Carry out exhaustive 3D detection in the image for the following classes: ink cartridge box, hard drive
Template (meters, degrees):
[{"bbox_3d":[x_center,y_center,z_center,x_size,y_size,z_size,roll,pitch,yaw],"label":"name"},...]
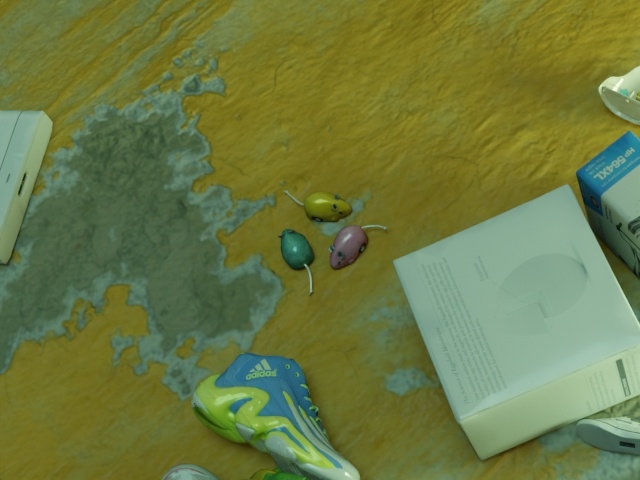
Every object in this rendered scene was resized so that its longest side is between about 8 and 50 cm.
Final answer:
[{"bbox_3d":[0.395,-0.004,1.686,0.086,0.148,0.203,-36,57,-4],"label":"ink cartridge box"},{"bbox_3d":[-0.578,-0.085,2.124,0.353,0.047,0.233,3,63,21],"label":"hard drive"}]

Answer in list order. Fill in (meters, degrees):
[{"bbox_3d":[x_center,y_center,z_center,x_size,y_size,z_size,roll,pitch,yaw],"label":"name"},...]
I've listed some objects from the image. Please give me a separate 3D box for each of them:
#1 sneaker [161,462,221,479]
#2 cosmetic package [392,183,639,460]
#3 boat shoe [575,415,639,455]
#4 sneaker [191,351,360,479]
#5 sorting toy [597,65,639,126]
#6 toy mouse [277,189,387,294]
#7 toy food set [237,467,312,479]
[{"bbox_3d":[-0.131,0.359,1.685,0.103,0.111,0.252,-27,57,3],"label":"sneaker"},{"bbox_3d":[0.233,0.096,1.693,0.224,0.138,0.224,-23,57,4],"label":"cosmetic package"},{"bbox_3d":[0.338,0.215,1.657,0.100,0.035,0.035,8,38,27],"label":"boat shoe"},{"bbox_3d":[-0.034,0.205,1.753,0.240,0.091,0.126,28,65,22],"label":"sneaker"},{"bbox_3d":[0.404,-0.186,1.851,0.083,0.045,0.075,31,68,30],"label":"sorting toy"},{"bbox_3d":[0.000,0.000,1.888,0.161,0.031,0.143,8,65,23],"label":"toy mouse"},{"bbox_3d":[0.000,0.316,1.669,0.217,0.128,0.071,23,49,19],"label":"toy food set"}]
